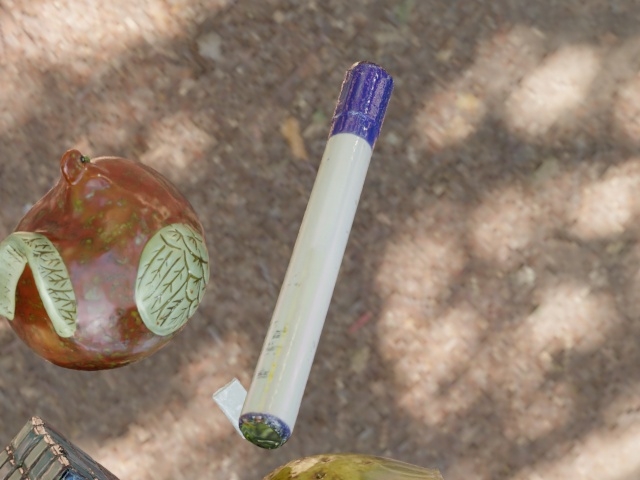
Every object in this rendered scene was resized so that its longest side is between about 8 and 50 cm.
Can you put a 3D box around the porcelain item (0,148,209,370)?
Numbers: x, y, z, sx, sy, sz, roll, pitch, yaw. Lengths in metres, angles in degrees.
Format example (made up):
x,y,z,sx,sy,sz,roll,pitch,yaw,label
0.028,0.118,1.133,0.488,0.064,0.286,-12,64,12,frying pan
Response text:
x,y,z,sx,sy,sz,roll,pitch,yaw,label
-0.245,0.005,1.695,0.253,0.253,0.253,-18,129,-23,porcelain item

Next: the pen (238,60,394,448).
x,y,z,sx,sy,sz,roll,pitch,yaw,label
0.001,0.000,0.906,0.033,0.269,0.033,10,142,8,pen

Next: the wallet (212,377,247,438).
x,y,z,sx,sy,sz,roll,pitch,yaw,label
-0.110,0.228,2.135,0.044,0.011,0.083,-38,116,-10,wallet

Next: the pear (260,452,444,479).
x,y,z,sx,sy,sz,roll,pitch,yaw,label
0.028,0.319,1.367,0.271,0.271,0.271,-18,129,-23,pear

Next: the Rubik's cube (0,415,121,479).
x,y,z,sx,sy,sz,roll,pitch,yaw,label
-0.354,0.457,2.150,0.287,0.292,0.293,41,81,-19,Rubik's cube
